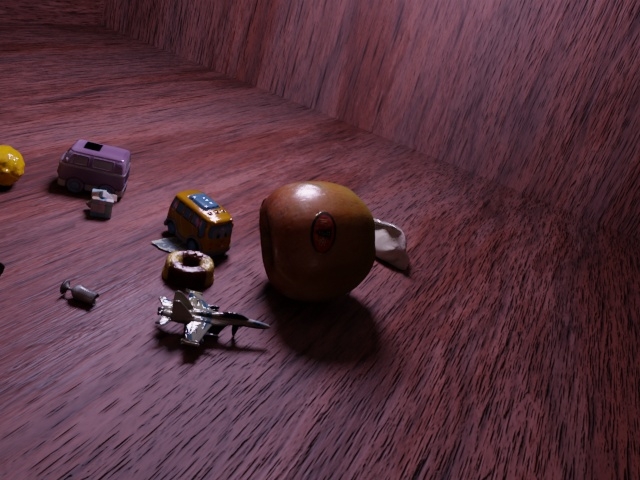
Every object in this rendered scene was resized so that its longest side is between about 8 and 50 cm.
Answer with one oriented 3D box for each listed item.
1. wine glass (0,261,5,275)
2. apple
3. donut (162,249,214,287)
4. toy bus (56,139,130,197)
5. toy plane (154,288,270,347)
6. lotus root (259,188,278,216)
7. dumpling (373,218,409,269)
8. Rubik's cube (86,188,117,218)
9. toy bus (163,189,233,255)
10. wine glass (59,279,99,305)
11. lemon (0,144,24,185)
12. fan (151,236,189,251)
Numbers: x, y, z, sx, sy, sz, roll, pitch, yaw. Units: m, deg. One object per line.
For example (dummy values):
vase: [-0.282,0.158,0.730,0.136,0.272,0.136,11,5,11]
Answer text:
wine glass: [-0.805,0.023,1.387,0.222,0.103,0.103,33,29,30]
apple: [0.000,0.000,1.676,0.305,0.338,0.338,-5,30,-15]
donut: [-0.348,0.073,1.643,0.140,0.059,0.140,14,28,-7]
toy bus: [-0.700,-0.225,1.928,0.203,0.142,0.142,12,25,-13]
toy plane: [-0.249,0.190,1.443,0.262,0.088,0.192,20,28,-19]
lotus root: [-0.042,-0.082,2.061,0.309,0.173,0.173,13,24,-26]
dumpling: [0.223,-0.006,2.078,0.124,0.151,0.229,-29,46,-22]
Rubik's cube: [-0.638,-0.114,1.816,0.075,0.084,0.073,23,24,-28]
toy bus: [-0.344,-0.057,1.796,0.209,0.136,0.126,37,32,29]
wine glass: [-0.552,0.121,1.426,0.083,0.042,0.039,22,54,6]
lemon: [-0.923,-0.220,1.808,0.114,0.114,0.155,2,24,-30]
fan: [-0.368,0.014,1.805,0.240,0.009,0.131,0,30,-34]
